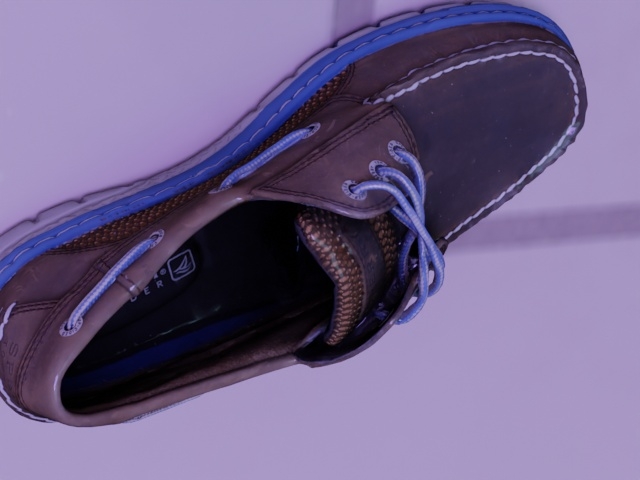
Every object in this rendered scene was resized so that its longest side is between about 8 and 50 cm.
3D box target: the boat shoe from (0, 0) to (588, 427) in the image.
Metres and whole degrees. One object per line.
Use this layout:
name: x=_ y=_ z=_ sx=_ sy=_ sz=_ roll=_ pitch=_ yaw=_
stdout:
boat shoe: x=0.000 y=0.000 z=0.504 sx=0.183 sy=0.066 sz=0.066 roll=-30 pitch=120 yaw=-12
